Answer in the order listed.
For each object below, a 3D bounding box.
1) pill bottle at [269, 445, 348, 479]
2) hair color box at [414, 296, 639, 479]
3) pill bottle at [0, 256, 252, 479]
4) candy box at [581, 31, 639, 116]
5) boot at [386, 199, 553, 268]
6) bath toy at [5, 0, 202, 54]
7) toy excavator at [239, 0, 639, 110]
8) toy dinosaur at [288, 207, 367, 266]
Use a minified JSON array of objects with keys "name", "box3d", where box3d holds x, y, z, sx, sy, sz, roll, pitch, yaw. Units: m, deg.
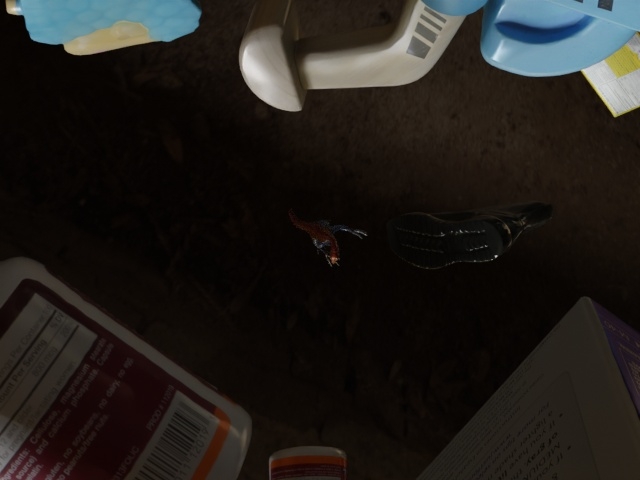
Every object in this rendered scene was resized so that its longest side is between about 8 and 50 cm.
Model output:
[{"name":"pill bottle","box3d":[-0.015,0.425,1.342,0.121,0.221,0.121,-2,157,-1]},{"name":"hair color box","box3d":[0.106,0.177,0.346,0.110,0.339,0.185,35,110,-4]},{"name":"pill bottle","box3d":[-0.285,0.160,0.912,0.392,0.224,0.224,38,116,-11]},{"name":"candy box","box3d":[0.424,-0.275,1.319,0.105,0.027,0.206,-20,125,43]},{"name":"boot","box3d":[0.201,-0.016,1.226,0.198,0.137,0.077,7,113,45]},{"name":"bath toy","box3d":[-0.168,-0.307,0.612,0.129,0.151,0.348,-9,80,-16]},{"name":"toy excavator","box3d":[0.156,-0.261,0.919,0.432,0.222,0.445,16,141,-5]},{"name":"toy dinosaur","box3d":[0.000,0.000,0.953,0.090,0.082,0.047,17,93,3]}]
